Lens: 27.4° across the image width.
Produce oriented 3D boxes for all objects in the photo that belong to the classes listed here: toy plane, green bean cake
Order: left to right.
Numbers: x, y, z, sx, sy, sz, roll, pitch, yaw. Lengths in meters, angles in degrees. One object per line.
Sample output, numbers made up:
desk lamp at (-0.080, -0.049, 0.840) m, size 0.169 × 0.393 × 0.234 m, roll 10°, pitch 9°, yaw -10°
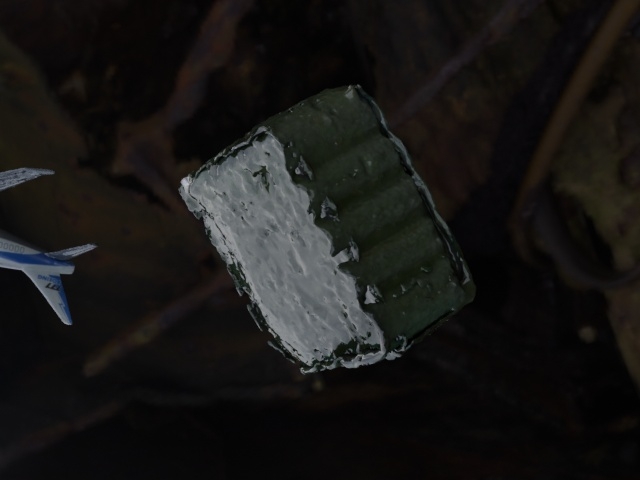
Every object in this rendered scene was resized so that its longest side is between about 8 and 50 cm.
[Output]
toy plane at (-0.264, -0.008, 0.888) m, size 0.226 × 0.226 × 0.058 m, roll -37°, pitch 35°, yaw 47°
green bean cake at (0.000, 0.000, 1.222) m, size 0.241 × 0.132 × 0.255 m, roll 58°, pitch 152°, yaw -2°
